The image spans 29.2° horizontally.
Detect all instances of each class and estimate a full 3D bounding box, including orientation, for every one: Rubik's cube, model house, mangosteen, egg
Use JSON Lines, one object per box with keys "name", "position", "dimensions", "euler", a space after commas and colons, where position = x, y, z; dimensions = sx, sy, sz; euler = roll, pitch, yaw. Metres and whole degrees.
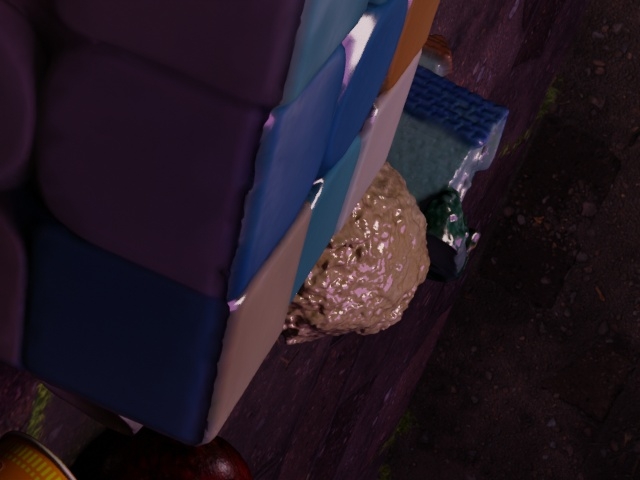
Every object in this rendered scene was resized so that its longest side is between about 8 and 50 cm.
{"name": "Rubik's cube", "position": [-0.124, -0.159, 0.709], "dimensions": [0.344, 0.347, 0.346], "euler": [-59, 169, -51]}
{"name": "model house", "position": [0.172, -0.137, 1.903], "dimensions": [0.329, 0.252, 0.295], "euler": [-64, 164, -12]}
{"name": "mangosteen", "position": [-0.208, 0.306, 1.599], "dimensions": [0.235, 0.235, 0.261], "euler": [83, -3, -63]}
{"name": "egg", "position": [0.000, 0.000, 1.563], "dimensions": [0.310, 0.279, 0.279], "euler": [15, 103, -60]}

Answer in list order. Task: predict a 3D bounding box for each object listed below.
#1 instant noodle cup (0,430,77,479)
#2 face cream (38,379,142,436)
{"name": "instant noodle cup", "position": [-0.345, 0.316, 1.262], "dimensions": [0.185, 0.168, 0.168], "euler": [-37, 152, -36]}
{"name": "face cream", "position": [-0.198, 0.072, 1.237], "dimensions": [0.195, 0.175, 0.175], "euler": [-54, 162, -21]}
